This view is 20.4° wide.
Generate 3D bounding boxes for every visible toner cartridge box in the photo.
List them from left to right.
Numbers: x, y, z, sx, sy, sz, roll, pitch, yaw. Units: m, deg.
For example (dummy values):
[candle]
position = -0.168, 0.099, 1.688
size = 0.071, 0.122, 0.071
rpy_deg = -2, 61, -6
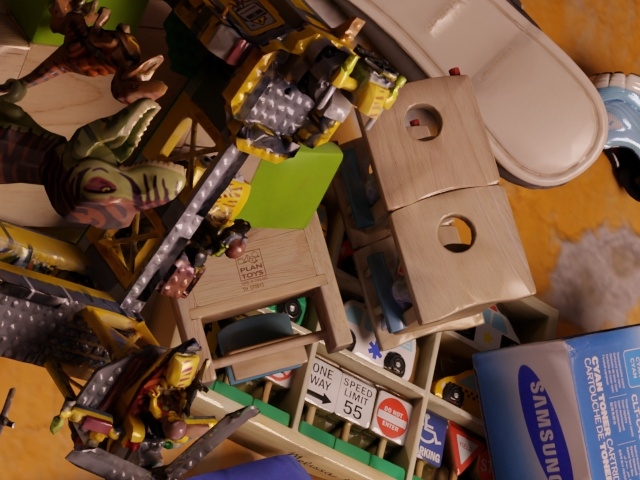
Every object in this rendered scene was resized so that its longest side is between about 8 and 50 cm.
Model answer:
[toner cartridge box]
position = 0.199, 0.226, 1.088
size = 0.165, 0.075, 0.348
rpy_deg = -6, 84, -48

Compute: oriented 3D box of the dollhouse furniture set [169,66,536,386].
[dollhouse furniture set]
position = 0.000, 0.000, 0.983
size = 0.183, 0.129, 0.129
rpy_deg = -14, 82, -11

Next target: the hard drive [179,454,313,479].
[hard drive]
position = -0.008, 0.242, 0.852
size = 0.210, 0.040, 0.319
rpy_deg = -9, 44, -40

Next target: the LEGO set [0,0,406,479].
[LEGO set]
position = -0.104, -0.008, 0.655
size = 0.331, 0.255, 0.192
rpy_deg = 30, 15, -48

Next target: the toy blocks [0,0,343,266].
[toy blocks]
position = -0.200, -0.125, 0.835
size = 0.381, 0.191, 0.261
rpy_deg = 1, 38, -38

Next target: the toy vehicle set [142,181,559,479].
[toy vehicle set]
position = 0.024, 0.065, 1.060
size = 0.267, 0.035, 0.166
rpy_deg = 29, 59, -28

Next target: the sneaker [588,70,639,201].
[sneaker]
position = 0.243, -0.055, 1.274
size = 0.162, 0.063, 0.073
rpy_deg = 29, 76, -23

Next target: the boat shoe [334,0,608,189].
[boat shoe]
position = 0.058, -0.170, 1.148
size = 0.112, 0.095, 0.335
rpy_deg = -38, 97, -4
